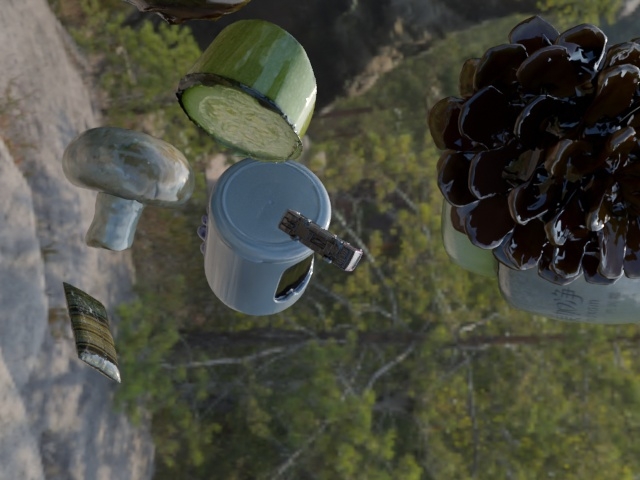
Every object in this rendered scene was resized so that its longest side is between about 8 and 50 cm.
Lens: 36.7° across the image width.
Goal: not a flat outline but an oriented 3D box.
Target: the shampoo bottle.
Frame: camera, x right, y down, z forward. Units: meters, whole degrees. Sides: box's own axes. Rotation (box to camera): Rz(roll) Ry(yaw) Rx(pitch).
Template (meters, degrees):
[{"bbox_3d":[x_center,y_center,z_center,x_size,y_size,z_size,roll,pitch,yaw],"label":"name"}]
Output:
[{"bbox_3d":[0.328,-0.058,1.185,0.322,0.317,0.322,14,90,-73],"label":"shampoo bottle"}]

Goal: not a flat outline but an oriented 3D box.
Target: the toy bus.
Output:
[{"bbox_3d":[0.000,0.000,1.384,0.037,0.131,0.052,-61,156,7],"label":"toy bus"}]

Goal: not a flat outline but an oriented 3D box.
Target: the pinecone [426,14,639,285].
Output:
[{"bbox_3d":[0.234,-0.077,0.856,0.264,0.264,0.264,8,80,-58],"label":"pinecone"}]

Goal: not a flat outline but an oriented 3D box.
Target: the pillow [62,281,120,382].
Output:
[{"bbox_3d":[-0.420,0.166,1.775,0.113,0.038,0.203,43,13,-44],"label":"pillow"}]

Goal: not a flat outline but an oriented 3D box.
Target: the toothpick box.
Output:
[{"bbox_3d":[-0.132,0.007,1.989,0.354,0.263,0.263,107,1,-59],"label":"toothpick box"}]

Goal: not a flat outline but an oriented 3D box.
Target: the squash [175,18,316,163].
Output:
[{"bbox_3d":[-0.109,-0.223,1.520,0.220,0.220,0.133,56,49,-40],"label":"squash"}]

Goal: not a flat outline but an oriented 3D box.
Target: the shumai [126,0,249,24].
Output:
[{"bbox_3d":[-0.175,-0.428,1.137,0.397,0.324,0.323,45,34,-36],"label":"shumai"}]

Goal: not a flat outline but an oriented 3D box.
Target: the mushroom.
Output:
[{"bbox_3d":[-0.357,-0.089,1.765,0.243,0.244,0.243,8,80,-58],"label":"mushroom"}]
